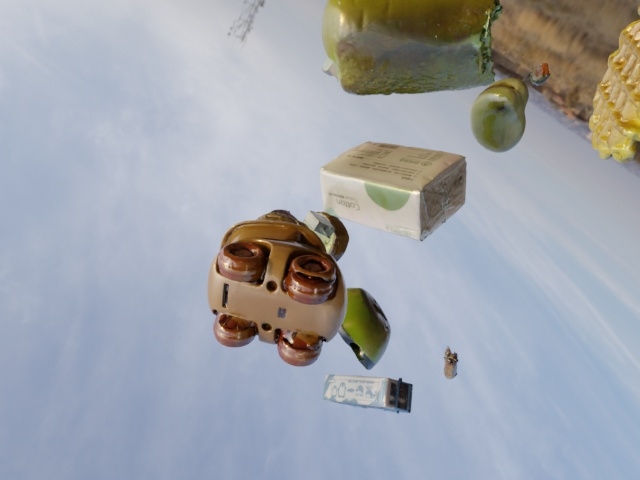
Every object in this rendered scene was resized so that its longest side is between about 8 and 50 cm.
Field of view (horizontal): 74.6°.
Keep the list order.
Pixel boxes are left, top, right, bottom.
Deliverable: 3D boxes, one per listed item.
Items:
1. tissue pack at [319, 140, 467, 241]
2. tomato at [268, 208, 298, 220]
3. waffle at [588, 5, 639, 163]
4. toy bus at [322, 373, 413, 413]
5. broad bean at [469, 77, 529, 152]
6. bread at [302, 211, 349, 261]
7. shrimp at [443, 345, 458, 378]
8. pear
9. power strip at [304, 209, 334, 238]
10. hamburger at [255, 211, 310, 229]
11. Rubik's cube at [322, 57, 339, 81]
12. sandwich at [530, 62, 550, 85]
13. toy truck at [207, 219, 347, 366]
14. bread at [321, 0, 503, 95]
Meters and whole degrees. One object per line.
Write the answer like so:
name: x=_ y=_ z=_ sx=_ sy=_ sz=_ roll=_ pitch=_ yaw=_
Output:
tissue pack: x=0.209 y=-0.158 z=1.243 sx=0.357 sy=0.193 sz=0.266 roll=21 pitch=-138 yaw=38
tomato: x=-0.214 y=-0.044 z=2.001 sx=0.228 sy=0.112 sz=0.199 roll=-21 pitch=-82 yaw=-32
waffle: x=0.520 y=-0.279 z=0.664 sx=0.062 sy=0.329 sz=0.329 roll=19 pitch=-151 yaw=10
toy bus: x=0.151 y=0.502 z=1.390 sx=0.131 sy=0.297 sz=0.106 roll=27 pitch=-119 yaw=-35
broad bean: x=0.580 y=-0.400 z=1.386 sx=0.189 sy=0.263 sz=0.121 roll=28 pitch=-124 yaw=29
bread: x=0.000 y=0.000 z=1.611 sx=0.070 sy=0.236 sz=0.236 roll=12 pitch=-144 yaw=-45
shrimp: x=0.404 y=0.370 z=1.301 sx=0.041 sy=0.180 sz=0.099 roll=0 pitch=-120 yaw=13
pear: x=0.202 y=0.369 z=1.924 sx=0.398 sy=0.165 sz=0.398 roll=54 pitch=-168 yaw=-17
power strip: x=0.003 y=-0.049 z=1.462 sx=0.075 sy=0.042 sz=0.175 roll=24 pitch=-165 yaw=-29
hamburger: x=-0.155 y=0.051 z=1.262 sx=0.266 sy=0.134 sz=0.284 roll=20 pitch=-113 yaw=27
Rubik's cube: x=0.130 y=-0.868 z=2.027 sx=0.213 sy=0.224 sz=0.265 roll=13 pitch=-125 yaw=-40
sandwich: x=0.749 y=-0.569 z=1.438 sx=0.026 sy=0.069 sz=0.101 roll=17 pitch=-126 yaw=-6
toy truck: x=-0.088 y=0.087 z=0.809 sx=0.288 sy=0.204 sz=0.211 roll=12 pitch=-156 yaw=5
bread: x=0.193 y=-0.433 z=0.901 sx=0.377 sy=0.251 sz=0.208 roll=2 pitch=-118 yaw=8
